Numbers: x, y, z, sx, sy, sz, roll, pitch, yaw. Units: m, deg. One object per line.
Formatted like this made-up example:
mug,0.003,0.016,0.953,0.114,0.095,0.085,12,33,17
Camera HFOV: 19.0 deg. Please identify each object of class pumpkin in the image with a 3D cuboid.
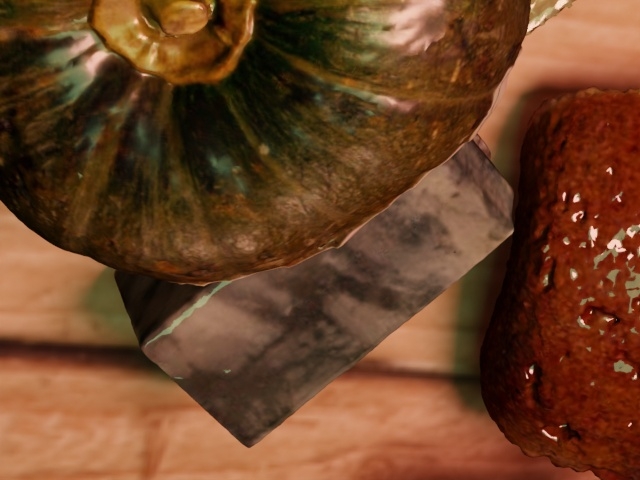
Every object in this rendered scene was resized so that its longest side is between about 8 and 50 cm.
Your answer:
pumpkin,-0.046,-0.116,0.801,0.260,0.189,0.260,4,117,7

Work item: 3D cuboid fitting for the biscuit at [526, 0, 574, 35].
biscuit,0.066,-0.210,0.859,0.147,0.046,0.250,-37,120,7

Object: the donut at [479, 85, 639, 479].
donut,0.153,0.017,0.952,0.126,0.144,0.186,10,141,2

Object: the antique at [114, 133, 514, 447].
antique,0.000,0.000,0.923,0.183,0.088,0.086,-39,120,7
